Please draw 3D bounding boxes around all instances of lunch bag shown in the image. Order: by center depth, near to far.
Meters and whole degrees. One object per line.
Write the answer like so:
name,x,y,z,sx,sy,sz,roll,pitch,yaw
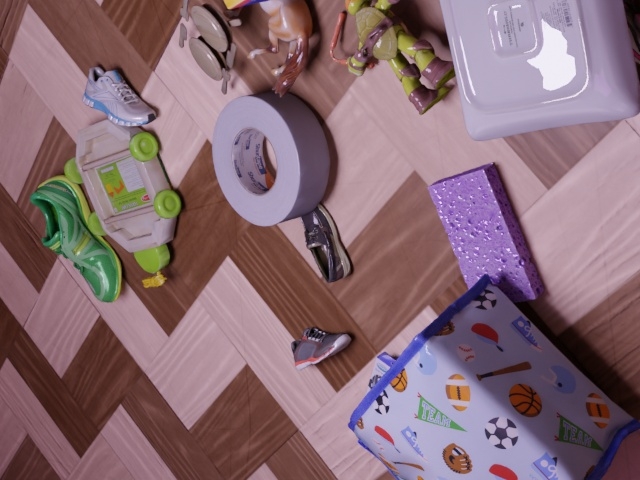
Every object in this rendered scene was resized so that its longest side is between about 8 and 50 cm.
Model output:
lunch bag,0.233,0.294,1.670,0.328,0.239,0.385,45,138,13

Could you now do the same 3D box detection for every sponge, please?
sponge,0.246,-0.003,1.647,0.117,0.031,0.210,-15,101,47

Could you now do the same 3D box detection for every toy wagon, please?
toy wagon,-0.376,-0.073,2.192,0.267,0.068,0.344,-11,105,47

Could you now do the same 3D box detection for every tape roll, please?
tape roll,-0.085,-0.138,1.842,0.219,0.072,0.219,19,117,42

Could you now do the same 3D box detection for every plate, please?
plate,0.254,-0.271,1.385,0.278,0.045,0.277,-4,101,49

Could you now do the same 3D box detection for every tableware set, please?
tableware set,-0.178,-0.333,1.827,0.128,0.039,0.194,48,161,6

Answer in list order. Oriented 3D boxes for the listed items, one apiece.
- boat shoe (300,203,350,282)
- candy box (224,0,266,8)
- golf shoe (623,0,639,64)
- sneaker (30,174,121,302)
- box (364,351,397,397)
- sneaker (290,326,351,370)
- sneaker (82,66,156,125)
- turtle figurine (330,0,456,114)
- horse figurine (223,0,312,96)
boat shoe,0.000,0.000,1.875,0.056,0.049,0.152,-30,89,50
candy box,-0.080,-0.525,1.547,0.268,0.122,0.317,-22,96,41
golf shoe,0.359,-0.270,1.360,0.186,0.067,0.086,43,135,19
sneaker,-0.525,0.009,2.339,0.109,0.123,0.295,-26,93,48
box,0.123,0.256,1.916,0.081,0.028,0.136,35,130,26
sneaker,-0.009,0.186,1.983,0.158,0.061,0.064,-31,82,48
sneaker,-0.384,-0.277,2.086,0.191,0.071,0.082,28,123,31
turtle figurine,0.106,-0.299,1.577,0.217,0.087,0.269,48,137,13
horse figurine,-0.080,-0.365,1.739,0.174,0.066,0.263,-35,81,52
